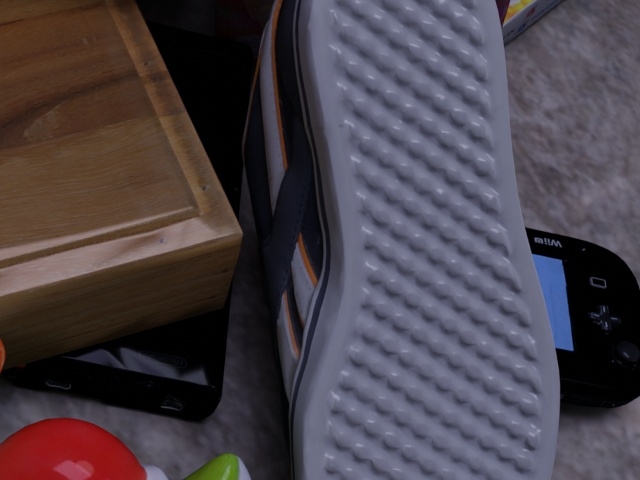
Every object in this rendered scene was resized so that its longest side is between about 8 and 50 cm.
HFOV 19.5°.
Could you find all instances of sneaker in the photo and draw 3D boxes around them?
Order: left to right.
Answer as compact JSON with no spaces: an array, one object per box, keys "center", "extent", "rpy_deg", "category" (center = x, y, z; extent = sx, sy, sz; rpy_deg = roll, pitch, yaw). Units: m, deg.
[{"center":[0.034,0.020,0.864],"extent":[0.126,0.127,0.321],"rpy_deg":[-2,94,-15],"category":"sneaker"}]

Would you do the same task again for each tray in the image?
[{"center":[-0.263,-0.018,0.819],"extent":[0.411,0.076,0.203],"rpy_deg":[-15,62,-22],"category":"tray"}]

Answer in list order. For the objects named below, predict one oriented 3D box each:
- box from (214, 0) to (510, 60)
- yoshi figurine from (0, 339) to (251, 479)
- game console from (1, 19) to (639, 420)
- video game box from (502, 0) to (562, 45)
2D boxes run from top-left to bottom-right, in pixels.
[{"center":[0.041,-0.247,0.999],"extent":[0.154,0.142,0.300],"rpy_deg":[10,72,-1],"category":"box"},{"center":[-0.164,0.143,0.712],"extent":[0.362,0.203,0.203],"rpy_deg":[39,63,-16],"category":"yoshi figurine"},{"center":[0.000,0.000,0.957],"extent":[0.361,0.044,0.213],"rpy_deg":[12,56,-14],"category":"game console"},{"center":[0.069,-0.214,1.118],"extent":[0.205,0.048,0.187],"rpy_deg":[44,57,10],"category":"video game box"}]
